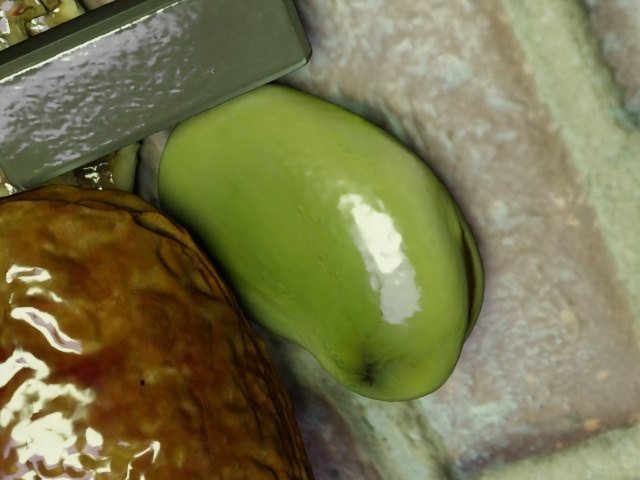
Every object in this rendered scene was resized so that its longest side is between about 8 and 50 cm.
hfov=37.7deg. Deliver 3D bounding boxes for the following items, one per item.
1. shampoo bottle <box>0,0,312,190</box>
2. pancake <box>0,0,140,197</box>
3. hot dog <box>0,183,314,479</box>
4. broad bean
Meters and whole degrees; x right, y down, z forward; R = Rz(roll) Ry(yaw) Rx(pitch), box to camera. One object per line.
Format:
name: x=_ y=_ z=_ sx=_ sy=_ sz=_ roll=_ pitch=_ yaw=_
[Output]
shampoo bottle: x=-0.133 y=-0.109 z=0.610 sx=0.246 sy=0.080 sz=0.079 roll=-24 pitch=114 yaw=-1
pancake: x=-0.318 y=-0.091 z=0.705 sx=0.382 sy=0.071 sz=0.382 roll=3 pitch=117 yaw=6
hot dog: x=-0.138 y=0.159 z=0.591 sx=0.267 sy=0.174 sz=0.387 roll=-21 pitch=84 yaw=-7
broad bean: x=0.000 y=0.000 z=0.656 sx=0.263 sy=0.121 sz=0.189 roll=34 pitch=125 yaw=-2
